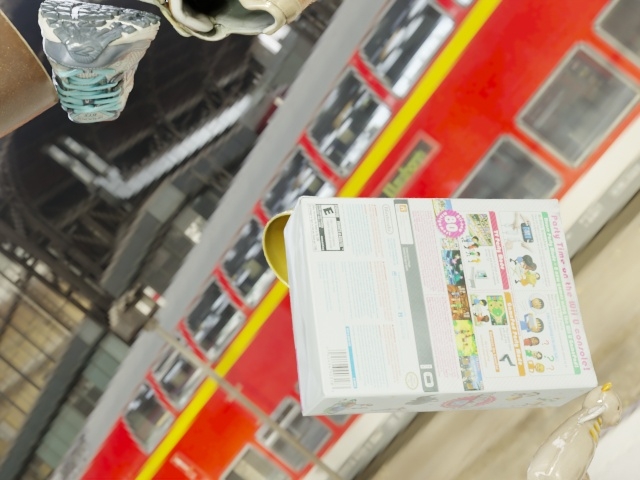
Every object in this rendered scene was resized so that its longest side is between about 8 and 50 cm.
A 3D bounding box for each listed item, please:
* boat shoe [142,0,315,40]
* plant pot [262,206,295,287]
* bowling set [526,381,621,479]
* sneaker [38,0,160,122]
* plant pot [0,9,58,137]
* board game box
[{"bbox_3d":[-0.122,-0.262,1.046,0.302,0.113,0.103,9,65,46],"label":"boat shoe"},{"bbox_3d":[0.000,0.000,1.483,0.095,0.134,0.134,-41,-9,-45],"label":"plant pot"},{"bbox_3d":[0.285,0.311,1.051,0.154,0.200,0.287,-35,-30,-44],"label":"bowling set"},{"bbox_3d":[-0.219,-0.173,1.053,0.283,0.110,0.122,-118,34,-76],"label":"sneaker"},{"bbox_3d":[-0.407,-0.140,0.991,0.230,0.215,0.215,-44,-5,-15],"label":"plant pot"},{"bbox_3d":[0.125,0.069,1.138,0.097,0.303,0.224,121,147,-62],"label":"board game box"}]
